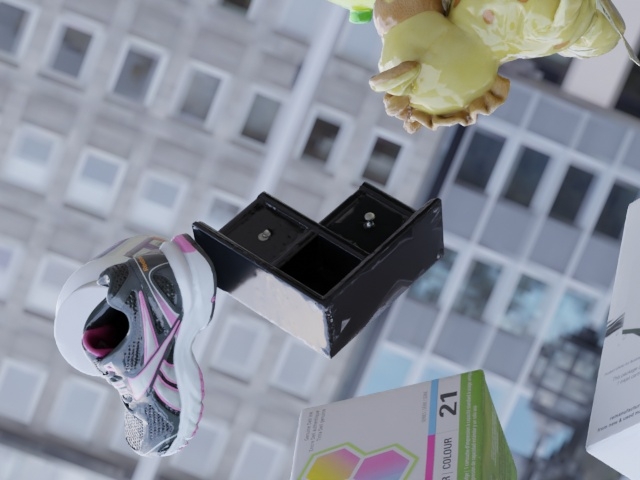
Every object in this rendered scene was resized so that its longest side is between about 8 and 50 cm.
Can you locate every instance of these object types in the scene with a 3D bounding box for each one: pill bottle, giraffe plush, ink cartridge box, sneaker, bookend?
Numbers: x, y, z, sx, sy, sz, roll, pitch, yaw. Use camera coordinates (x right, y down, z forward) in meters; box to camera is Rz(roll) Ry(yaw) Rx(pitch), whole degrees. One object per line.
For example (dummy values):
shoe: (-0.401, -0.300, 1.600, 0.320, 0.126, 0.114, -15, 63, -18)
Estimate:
pill bottle: (-0.174, 0.061, 1.708, 0.108, 0.108, 0.193, 23, -169, 4)
giraffe plush: (0.113, -0.155, 1.372, 0.181, 0.170, 0.210, 45, -161, -42)
ink cartridge box: (0.266, 0.073, 1.247, 0.148, 0.086, 0.203, 33, -129, -20)
ink cartridge box: (-0.006, 0.199, 1.238, 0.255, 0.097, 0.189, -13, -149, 13)
sneaker: (-0.122, 0.071, 1.255, 0.077, 0.178, 0.072, -12, -139, -24)
bookend: (0.000, 0.000, 1.682, 0.156, 0.072, 0.157, 32, -123, 31)

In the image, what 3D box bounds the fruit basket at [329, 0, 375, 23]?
fruit basket: (0.049, -0.399, 1.720, 0.392, 0.283, 0.392, 54, 175, 6)
